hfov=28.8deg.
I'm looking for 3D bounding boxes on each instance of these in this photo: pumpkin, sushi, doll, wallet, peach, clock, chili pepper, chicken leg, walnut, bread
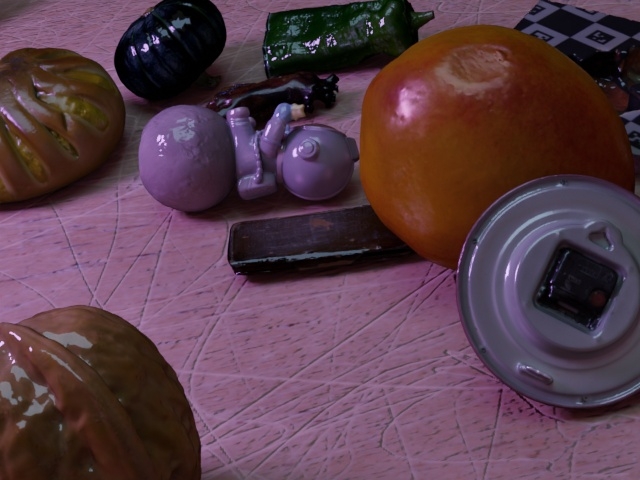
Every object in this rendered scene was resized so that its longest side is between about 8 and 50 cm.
[{"bbox_3d":[-0.235,-0.303,1.948,0.194,0.150,0.194,-8,23,4],"label":"pumpkin"},{"bbox_3d":[0.386,-0.206,1.744,0.320,0.069,0.339,19,43,23],"label":"sushi"},{"bbox_3d":[-0.092,-0.107,1.654,0.287,0.151,0.151,2,36,5],"label":"doll"},{"bbox_3d":[0.000,0.000,1.561,0.232,0.031,0.122,-6,30,1],"label":"wallet"},{"bbox_3d":[0.208,-0.103,1.438,0.308,0.289,0.289,19,44,38],"label":"peach"},{"bbox_3d":[0.259,0.052,1.276,0.244,0.056,0.244,1,79,-3],"label":"clock"},{"bbox_3d":[0.046,-0.326,1.957,0.270,0.099,0.136,-5,26,14],"label":"chili pepper"},{"bbox_3d":[-0.081,-0.206,1.843,0.234,0.063,0.105,-13,15,-5],"label":"chicken leg"},{"bbox_3d":[-0.234,0.182,1.161,0.257,0.257,0.224,21,46,37],"label":"walnut"},{"bbox_3d":[-0.452,-0.179,1.813,0.333,0.160,0.333,-7,36,5],"label":"bread"}]
